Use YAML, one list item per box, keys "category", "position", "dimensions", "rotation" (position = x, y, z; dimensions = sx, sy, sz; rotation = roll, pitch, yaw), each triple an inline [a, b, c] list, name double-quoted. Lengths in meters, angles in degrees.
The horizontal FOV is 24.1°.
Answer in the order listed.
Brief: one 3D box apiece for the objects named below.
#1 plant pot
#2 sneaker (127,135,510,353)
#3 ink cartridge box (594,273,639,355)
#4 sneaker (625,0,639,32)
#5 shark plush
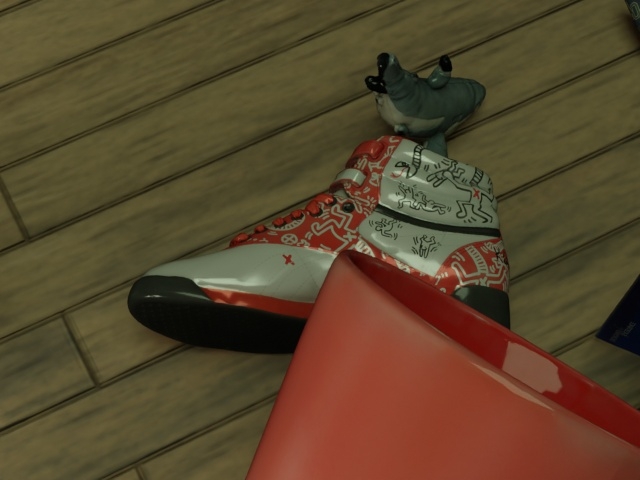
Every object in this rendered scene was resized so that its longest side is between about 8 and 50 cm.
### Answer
- category: "plant pot"
  position: [0.065, 0.173, 0.900]
  dimensions: [0.275, 0.275, 0.243]
  rotation: [32, 95, 10]
- category: "sneaker"
  position: [0.001, 0.001, 1.072]
  dimensions: [0.270, 0.090, 0.145]
  rotation: [3, 66, -6]
- category: "ink cartridge box"
  position: [0.346, 0.125, 0.999]
  dimensions: [0.332, 0.165, 0.065]
  rotation: [22, 69, 7]
- category: "sneaker"
  position: [0.323, -0.220, 1.195]
  dimensions: [0.192, 0.064, 0.086]
  rotation: [-40, 80, -14]
- category: "shark plush"
  position: [0.070, -0.115, 1.096]
  dimensions: [0.067, 0.161, 0.073]
  rotation: [-39, 56, 11]
